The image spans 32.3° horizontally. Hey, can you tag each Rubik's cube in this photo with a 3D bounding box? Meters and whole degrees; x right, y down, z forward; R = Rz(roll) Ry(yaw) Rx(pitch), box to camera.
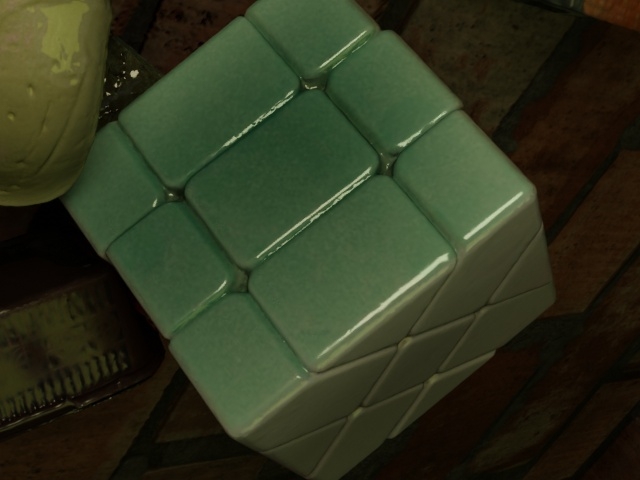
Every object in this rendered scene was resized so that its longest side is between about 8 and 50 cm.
[{"bbox_3d":[0.000,0.000,1.045,0.322,0.316,0.319,-40,155,-2],"label":"Rubik's cube"}]

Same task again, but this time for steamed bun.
[{"bbox_3d":[-0.252,-0.153,0.854,0.154,0.200,0.250,-2,146,-20],"label":"steamed bun"}]

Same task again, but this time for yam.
[{"bbox_3d":[-0.224,-0.118,1.033,0.183,0.107,0.107,-35,148,-7],"label":"yam"}]

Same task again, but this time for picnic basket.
[{"bbox_3d":[-0.323,0.087,1.123,0.297,0.222,0.129,-20,122,-26],"label":"picnic basket"}]

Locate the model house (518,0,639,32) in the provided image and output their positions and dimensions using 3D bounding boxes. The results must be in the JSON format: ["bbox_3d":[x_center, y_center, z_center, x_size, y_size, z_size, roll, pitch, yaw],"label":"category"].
[{"bbox_3d":[0.324,-0.383,1.212,0.271,0.190,0.301,4,115,-44],"label":"model house"}]

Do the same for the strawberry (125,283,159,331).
[{"bbox_3d":[-0.168,0.030,1.309,0.188,0.082,0.121,-47,168,-4],"label":"strawberry"}]
